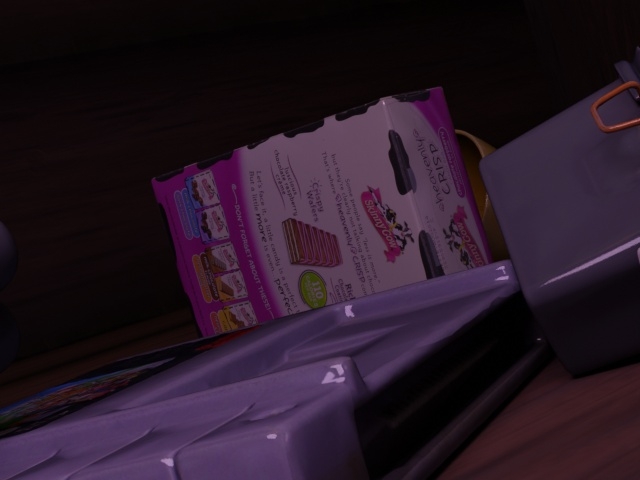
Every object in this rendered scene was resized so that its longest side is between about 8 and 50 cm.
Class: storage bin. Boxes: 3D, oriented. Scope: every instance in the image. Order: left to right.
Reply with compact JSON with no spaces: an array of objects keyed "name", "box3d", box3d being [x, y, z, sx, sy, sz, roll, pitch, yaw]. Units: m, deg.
[{"name":"storage bin","box3d":[0.125,-0.012,0.589,0.091,0.098,0.135,-26,36,11]}]

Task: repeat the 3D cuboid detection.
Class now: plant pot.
[{"name":"plant pot","box3d":[0.134,-0.015,1.118,0.095,0.134,0.134,14,-15,-29]}]

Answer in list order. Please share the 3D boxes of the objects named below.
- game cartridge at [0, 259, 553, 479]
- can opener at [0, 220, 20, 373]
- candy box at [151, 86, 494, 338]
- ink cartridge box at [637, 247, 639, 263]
[{"name":"game cartridge","box3d":[-0.044,0.075,0.563,0.230,0.068,0.355,-11,3,21]},{"name":"can opener","box3d":[-0.171,0.083,0.381,0.095,0.076,0.283,23,37,21]},{"name":"candy box","box3d":[0.000,0.000,0.951,0.233,0.159,0.071,-14,3,42]},{"name":"ink cartridge box","box3d":[0.192,0.007,0.448,0.099,0.056,0.135,-16,0,-39]}]
